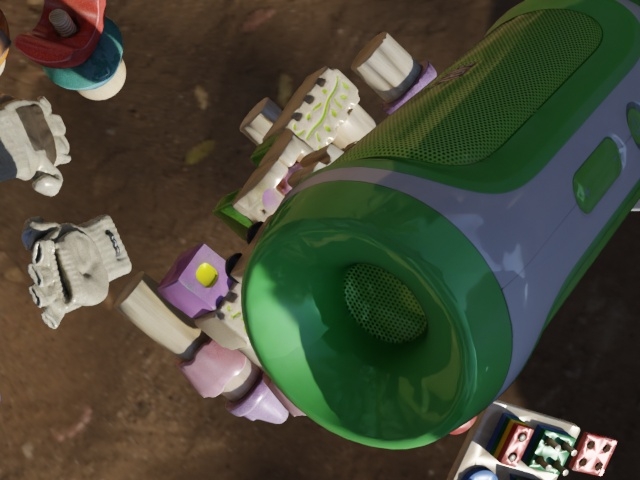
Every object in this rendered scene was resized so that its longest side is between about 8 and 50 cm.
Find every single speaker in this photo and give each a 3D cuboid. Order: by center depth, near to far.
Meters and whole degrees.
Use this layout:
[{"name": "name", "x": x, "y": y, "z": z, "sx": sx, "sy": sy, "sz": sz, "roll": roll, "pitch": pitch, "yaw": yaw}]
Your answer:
[{"name": "speaker", "x": 0.085, "y": -0.028, "z": 0.616, "sx": 0.296, "sy": 0.131, "sz": 0.131, "roll": -42, "pitch": 119, "yaw": -48}]

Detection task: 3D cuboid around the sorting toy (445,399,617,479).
[{"name": "sorting toy", "x": 0.220, "y": 0.254, "z": 1.382, "sx": 0.274, "sy": 0.046, "sz": 0.132, "roll": 20, "pitch": 99, "yaw": -29}]

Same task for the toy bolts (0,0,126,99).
[{"name": "toy bolts", "x": -0.295, "y": -0.240, "z": 1.327, "sx": 0.228, "sy": 0.158, "sz": 0.218, "roll": 23, "pitch": 76, "yaw": 15}]

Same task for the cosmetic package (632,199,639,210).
[{"name": "cosmetic package", "x": 0.374, "y": -0.092, "z": 1.358, "sx": 0.377, "sy": 0.284, "sz": 0.097, "roll": -10, "pitch": 100, "yaw": -49}]

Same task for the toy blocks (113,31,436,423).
[{"name": "toy blocks", "x": 0.035, "y": 0.023, "z": 1.085, "sx": 0.260, "sy": 0.309, "sz": 0.289, "roll": 42, "pitch": 62, "yaw": -16}]

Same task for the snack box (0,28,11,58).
[{"name": "snack box", "x": -0.189, "y": -0.038, "z": 0.495, "sx": 0.064, "sy": 0.022, "sz": 0.178, "roll": 52, "pitch": 49, "yaw": -35}]

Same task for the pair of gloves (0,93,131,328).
[{"name": "pair of gloves", "x": -0.292, "y": -0.041, "z": 1.343, "sx": 0.042, "sy": 0.204, "sz": 0.240, "roll": -21, "pitch": 102, "yaw": 15}]
